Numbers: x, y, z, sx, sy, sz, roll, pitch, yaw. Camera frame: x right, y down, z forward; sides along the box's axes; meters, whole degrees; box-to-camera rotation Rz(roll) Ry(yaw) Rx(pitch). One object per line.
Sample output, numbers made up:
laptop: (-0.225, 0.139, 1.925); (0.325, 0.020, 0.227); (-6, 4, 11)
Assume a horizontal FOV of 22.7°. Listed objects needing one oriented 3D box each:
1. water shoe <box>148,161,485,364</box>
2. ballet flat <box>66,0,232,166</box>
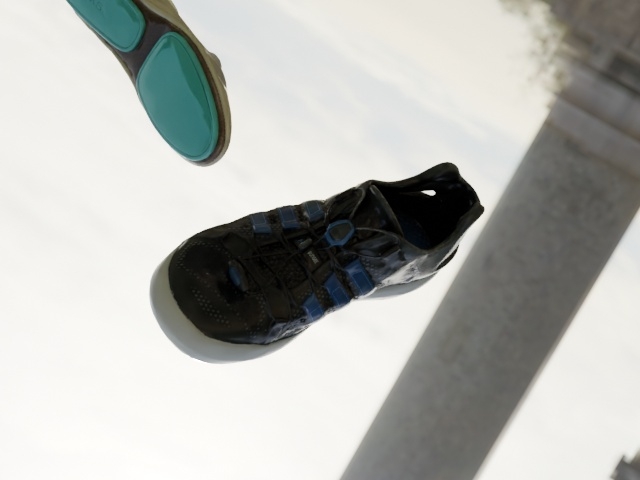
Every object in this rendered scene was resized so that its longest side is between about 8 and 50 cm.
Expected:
water shoe: (0.000, 0.000, 0.816); (0.203, 0.080, 0.073); (-20, -111, -44)
ballet flat: (-0.132, -0.165, 1.378); (0.248, 0.086, 0.086); (54, -159, 20)
